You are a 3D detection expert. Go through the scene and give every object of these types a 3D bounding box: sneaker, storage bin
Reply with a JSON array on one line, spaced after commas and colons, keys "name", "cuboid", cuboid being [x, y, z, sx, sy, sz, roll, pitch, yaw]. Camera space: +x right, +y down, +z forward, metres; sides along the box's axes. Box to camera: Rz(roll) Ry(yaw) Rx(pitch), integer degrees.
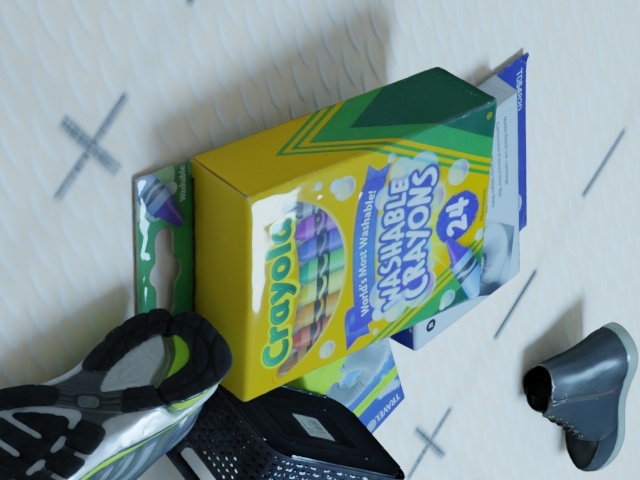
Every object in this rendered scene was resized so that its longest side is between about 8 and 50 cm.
[{"name": "sneaker", "cuboid": [0.276, 0.189, 2.211, 0.118, 0.083, 0.222, -19, 137, -22]}, {"name": "sneaker", "cuboid": [-0.198, 0.168, 1.527, 0.300, 0.111, 0.121, -25, 147, -33]}, {"name": "storage bin", "cuboid": [-0.030, 0.191, 1.711, 0.180, 0.122, 0.084, 17, 112, -45]}]

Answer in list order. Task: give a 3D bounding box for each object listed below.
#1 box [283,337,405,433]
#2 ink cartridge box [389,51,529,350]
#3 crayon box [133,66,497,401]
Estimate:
[{"name": "box", "cuboid": [0.021, 0.134, 1.847, 0.109, 0.042, 0.178, -45, 141, -24]}, {"name": "ink cartridge box", "cuboid": [0.145, -0.037, 1.891, 0.224, 0.045, 0.223, -37, 139, -33]}, {"name": "crayon box", "cuboid": [0.000, 0.000, 1.651, 0.323, 0.083, 0.203, -22, 130, -32]}]
